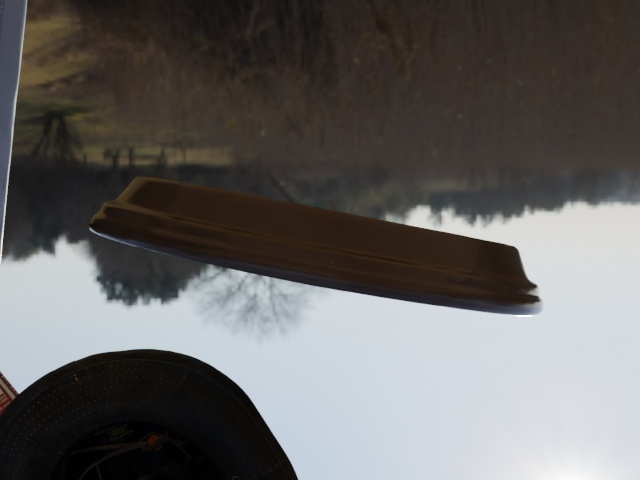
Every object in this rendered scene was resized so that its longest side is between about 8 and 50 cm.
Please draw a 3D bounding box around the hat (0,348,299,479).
[{"bbox_3d":[-0.168,0.261,0.997,0.331,0.331,0.134,-1,-177,-2],"label":"hat"}]

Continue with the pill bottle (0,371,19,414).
[{"bbox_3d":[-0.349,0.177,1.033,0.086,0.152,0.086,-40,178,-2],"label":"pill bottle"}]

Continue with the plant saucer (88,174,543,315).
[{"bbox_3d":[0.000,0.000,0.620,0.278,0.041,0.278,10,-179,0],"label":"plant saucer"}]

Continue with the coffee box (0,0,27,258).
[{"bbox_3d":[-0.439,-0.163,0.743,0.338,0.337,0.334,-4,-149,-35],"label":"coffee box"}]
